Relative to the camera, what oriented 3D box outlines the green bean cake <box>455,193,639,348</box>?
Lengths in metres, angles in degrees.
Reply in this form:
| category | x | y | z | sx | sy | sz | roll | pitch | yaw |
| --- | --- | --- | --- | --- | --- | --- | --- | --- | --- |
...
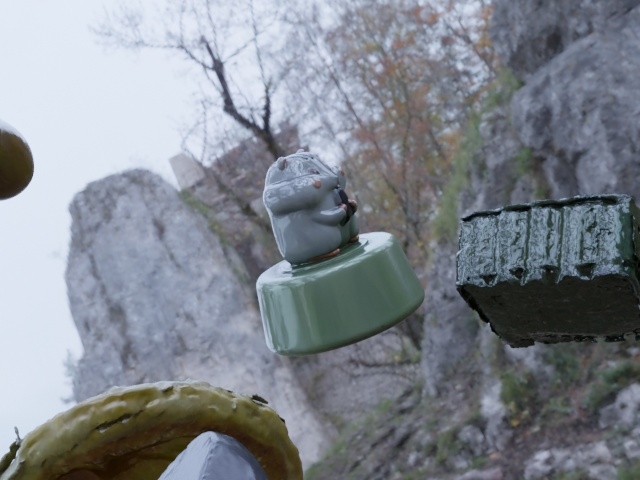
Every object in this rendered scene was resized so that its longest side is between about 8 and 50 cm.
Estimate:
| category | x | y | z | sx | sy | sz | roll | pitch | yaw |
| --- | --- | --- | --- | --- | --- | --- | --- | --- | --- |
| green bean cake | 0.329 | 0.052 | 1.118 | 0.241 | 0.132 | 0.255 | -10 | -32 | 30 |

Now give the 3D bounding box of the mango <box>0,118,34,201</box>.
| category | x | y | z | sx | sy | sz | roll | pitch | yaw |
| --- | --- | --- | --- | --- | --- | --- | --- | --- | --- |
| mango | -0.559 | -0.148 | 1.317 | 0.175 | 0.139 | 0.254 | 16 | -13 | 11 |

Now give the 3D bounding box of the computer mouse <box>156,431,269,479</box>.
| category | x | y | z | sx | sy | sz | roll | pitch | yaw |
| --- | --- | --- | --- | --- | --- | --- | --- | --- | --- |
| computer mouse | -0.071 | 0.189 | 0.454 | 0.122 | 0.073 | 0.217 | -49 | 9 | 12 |

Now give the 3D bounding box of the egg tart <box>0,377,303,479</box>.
| category | x | y | z | sx | sy | sz | roll | pitch | yaw |
| --- | --- | --- | --- | --- | --- | --- | --- | --- | --- |
| egg tart | -0.187 | 0.270 | 0.907 | 0.341 | 0.132 | 0.342 | -8 | -65 | -17 |

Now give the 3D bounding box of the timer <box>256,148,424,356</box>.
| category | x | y | z | sx | sy | sz | roll | pitch | yaw |
| --- | --- | --- | --- | --- | --- | --- | --- | --- | --- |
| timer | 0.000 | 0.000 | 1.433 | 0.290 | 0.315 | 0.291 | -17 | 9 | 3 |
